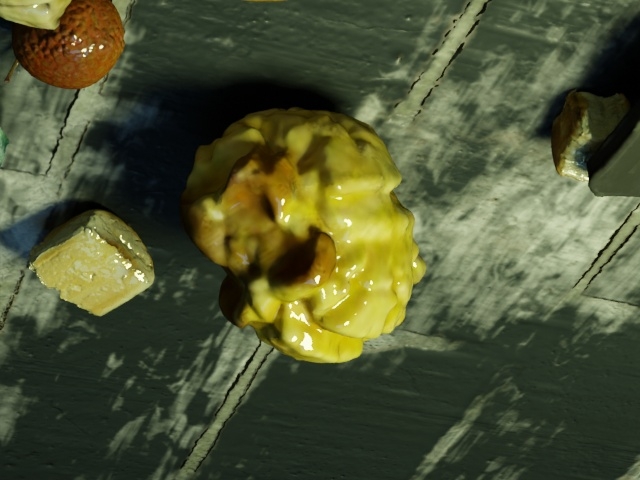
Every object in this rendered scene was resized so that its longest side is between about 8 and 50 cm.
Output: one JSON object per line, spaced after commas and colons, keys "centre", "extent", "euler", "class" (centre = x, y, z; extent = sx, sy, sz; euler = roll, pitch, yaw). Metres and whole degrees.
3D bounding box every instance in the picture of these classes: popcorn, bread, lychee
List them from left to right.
{"centre": [-0.248, -0.196, 1.495], "extent": [0.114, 0.140, 0.101], "euler": [-43, 137, -13], "class": "lychee"}
{"centre": [-0.255, 0.020, 1.783], "extent": [0.106, 0.082, 0.125], "euler": [-34, 124, 18], "class": "bread"}
{"centre": [0.000, 0.000, 1.646], "extent": [0.225, 0.265, 0.332], "euler": [-22, 157, 15], "class": "popcorn"}
{"centre": [0.292, -0.111, 1.675], "extent": [0.077, 0.070, 0.083], "euler": [7, 143, -13], "class": "bread"}

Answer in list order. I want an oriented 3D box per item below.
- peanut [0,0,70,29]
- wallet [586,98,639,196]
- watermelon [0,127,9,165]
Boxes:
{"centre": [-0.288, -0.324, 1.270], "extent": [0.174, 0.158, 0.340], "euler": [24, 157, 28], "class": "peanut"}
{"centre": [0.459, -0.105, 1.660], "extent": [0.377, 0.051, 0.197], "euler": [3, 141, -29], "class": "wallet"}
{"centre": [-0.492, -0.084, 1.543], "extent": [0.322, 0.175, 0.188], "euler": [-17, 141, 14], "class": "watermelon"}
